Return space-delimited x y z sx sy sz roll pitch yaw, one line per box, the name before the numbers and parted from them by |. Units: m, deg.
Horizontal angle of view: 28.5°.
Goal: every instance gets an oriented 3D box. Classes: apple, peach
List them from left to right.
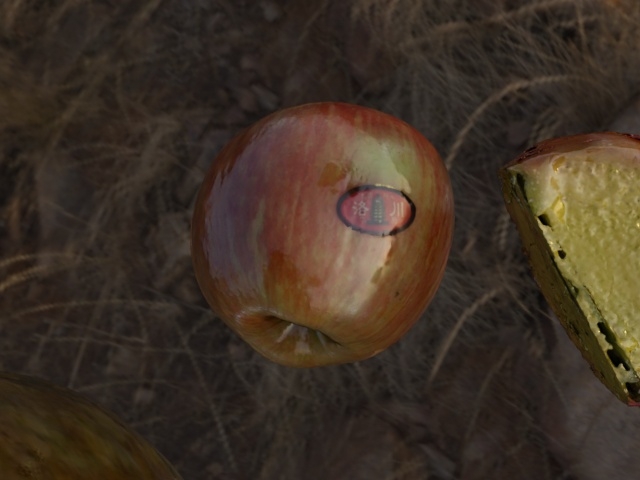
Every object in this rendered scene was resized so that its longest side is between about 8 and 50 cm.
apple | 0.000 0.000 0.696 0.146 0.146 0.131 -4 65 27
peach | 0.166 0.009 0.684 0.172 0.092 0.127 36 96 0

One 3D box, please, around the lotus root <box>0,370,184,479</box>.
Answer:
lotus root | -0.104 0.174 0.533 0.141 0.314 0.210 12 78 26
